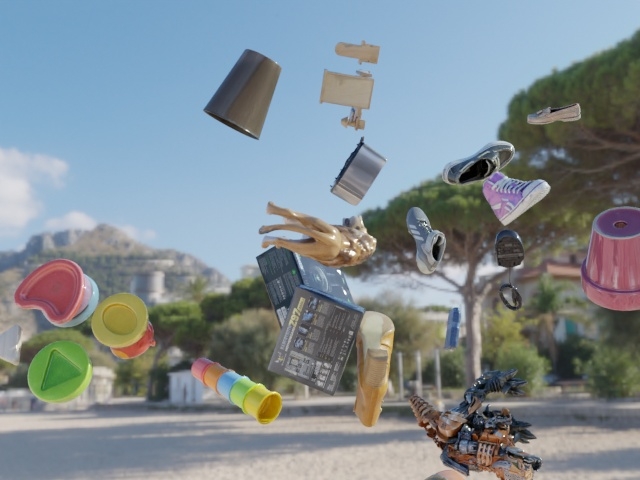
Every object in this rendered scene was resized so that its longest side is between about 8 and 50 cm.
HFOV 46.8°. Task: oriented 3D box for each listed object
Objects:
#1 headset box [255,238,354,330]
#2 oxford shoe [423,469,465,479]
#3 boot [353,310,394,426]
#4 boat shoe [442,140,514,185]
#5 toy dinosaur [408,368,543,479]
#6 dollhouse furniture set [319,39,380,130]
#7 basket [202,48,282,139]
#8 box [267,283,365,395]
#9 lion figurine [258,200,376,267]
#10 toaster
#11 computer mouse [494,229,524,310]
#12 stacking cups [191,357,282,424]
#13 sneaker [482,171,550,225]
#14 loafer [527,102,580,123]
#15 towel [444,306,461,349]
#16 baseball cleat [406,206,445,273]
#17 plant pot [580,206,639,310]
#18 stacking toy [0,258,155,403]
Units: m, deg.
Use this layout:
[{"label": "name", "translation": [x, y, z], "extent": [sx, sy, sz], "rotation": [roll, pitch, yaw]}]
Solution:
[{"label": "headset box", "translation": [-0.032, 0.140, 2.249], "extent": [0.131, 0.247, 0.283], "rotation": [-29, -20, 26]}, {"label": "oxford shoe", "translation": [0.118, 0.516, 1.259], "extent": [0.132, 0.130, 0.364], "rotation": [-5, -45, -35]}, {"label": "boot", "translation": [0.128, 0.334, 1.951], "extent": [0.104, 0.211, 0.295], "rotation": [9, 22, -1]}, {"label": "boat shoe", "translation": [0.412, -0.187, 1.862], "extent": [0.219, 0.078, 0.070], "rotation": [-25, 27, -21]}, {"label": "toy dinosaur", "translation": [0.292, 0.353, 1.419], "extent": [0.218, 0.164, 0.322], "rotation": [-27, 45, -29]}, {"label": "dollhouse furniture set", "translation": [0.091, -0.563, 2.622], "extent": [0.173, 0.304, 0.355], "rotation": [9, 16, -3]}, {"label": "basket", "translation": [-0.223, -0.451, 2.250], "extent": [0.204, 0.227, 0.154], "rotation": [25, 0, -40]}, {"label": "box", "translation": [-0.010, 0.249, 1.867], "extent": [0.183, 0.233, 0.059], "rotation": [20, 7, 7]}, {"label": "lion figurine", "translation": [0.000, 0.000, 1.775], "extent": [0.240, 0.142, 0.392], "rotation": [18, 8, 9]}, {"label": "toaster", "translation": [0.119, -0.214, 2.350], "extent": [0.110, 0.168, 0.186], "rotation": [32, -9, -2]}, {"label": "computer mouse", "translation": [0.478, 0.073, 1.862], "extent": [0.071, 0.242, 0.041], "rotation": [-3, 32, 14]}, {"label": "stacking cups", "translation": [-0.246, 0.420, 2.105], "extent": [0.316, 0.096, 0.096], "rotation": [17, 4, 43]}, {"label": "sneaker", "translation": [0.565, -0.151, 2.207], "extent": [0.102, 0.161, 0.282], "rotation": [-32, -8, -18]}, {"label": "loafer", "translation": [0.568, -0.312, 1.806], "extent": [0.125, 0.045, 0.039], "rotation": [-3, -56, 16]}, {"label": "towel", "translation": [0.385, 0.256, 2.138], "extent": [0.029, 0.120, 0.067], "rotation": [12, -17, -3]}, {"label": "baseball cleat", "translation": [0.284, -0.016, 1.940], "extent": [0.072, 0.206, 0.109], "rotation": [5, -34, -25]}, {"label": "plant pot", "translation": [0.701, 0.032, 1.703], "extent": [0.201, 0.201, 0.180], "rotation": [-6, -56, 19]}, {"label": "stacking toy", "translation": [-0.537, 0.211, 1.613], "extent": [0.308, 0.280, 0.130], "rotation": [29, -21, 20]}]
